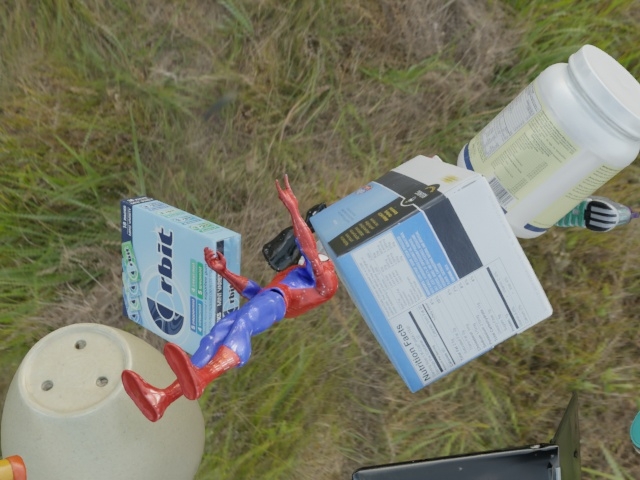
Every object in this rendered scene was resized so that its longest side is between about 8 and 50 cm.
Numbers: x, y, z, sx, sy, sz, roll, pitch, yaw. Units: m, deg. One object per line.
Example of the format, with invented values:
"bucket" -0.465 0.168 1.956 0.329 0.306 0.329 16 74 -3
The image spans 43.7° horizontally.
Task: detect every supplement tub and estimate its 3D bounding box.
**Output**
"supplement tub" 0.444 -0.182 1.509 0.235 0.325 0.235 26 39 -24

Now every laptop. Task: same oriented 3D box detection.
"laptop" 0.229 0.437 1.088 0.407 0.236 0.382 -5 93 -10

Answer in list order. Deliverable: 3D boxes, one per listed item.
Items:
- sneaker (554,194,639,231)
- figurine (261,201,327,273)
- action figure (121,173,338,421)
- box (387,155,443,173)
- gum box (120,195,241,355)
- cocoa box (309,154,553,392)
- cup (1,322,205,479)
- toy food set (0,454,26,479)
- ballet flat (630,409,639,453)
"sneaker" 0.546 -0.064 1.664 0.098 0.223 0.083 -4 109 -30
"figurine" 0.000 0.000 1.968 0.209 0.215 0.092 -44 54 23
"action figure" -0.076 0.036 0.733 0.280 0.091 0.139 -27 88 -56
"box" 0.221 -0.089 1.857 0.127 0.232 0.149 -45 101 -17
"gum box" -0.171 0.044 0.958 0.041 0.184 0.157 -18 118 -45
"cocoa box" 0.145 0.031 1.211 0.228 0.347 0.231 -30 102 -1
"cup" -0.361 0.268 1.267 0.331 0.237 0.331 0 49 0
"toy food set" -0.179 0.192 0.436 0.104 0.232 0.111 -4 93 -41
"ballet flat" 0.456 0.161 0.886 0.086 0.086 0.248 35 112 -3
